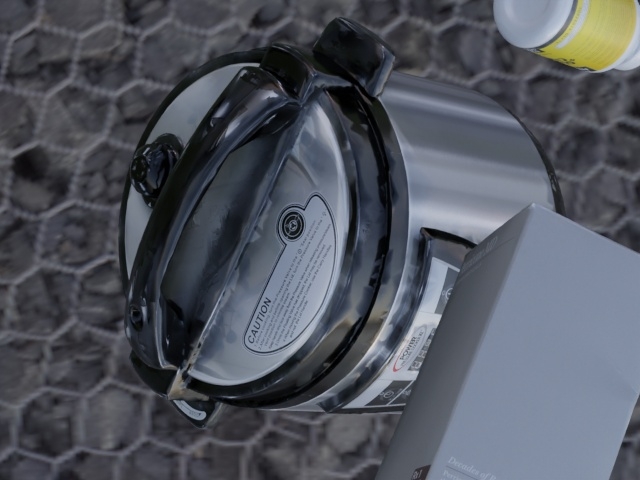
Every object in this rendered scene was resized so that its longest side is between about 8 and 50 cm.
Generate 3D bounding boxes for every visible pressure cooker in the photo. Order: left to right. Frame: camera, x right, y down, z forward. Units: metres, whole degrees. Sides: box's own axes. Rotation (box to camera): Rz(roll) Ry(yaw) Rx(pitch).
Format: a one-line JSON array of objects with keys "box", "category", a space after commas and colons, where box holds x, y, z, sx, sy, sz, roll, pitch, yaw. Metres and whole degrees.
[{"box": [-0.004, -0.001, 1.799, 0.420, 0.375, 0.370, 9, 71, -46], "category": "pressure cooker"}]

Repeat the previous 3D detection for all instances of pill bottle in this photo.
[{"box": [0.278, -0.238, 1.905, 0.184, 0.103, 0.103, 12, 77, -44], "category": "pill bottle"}]

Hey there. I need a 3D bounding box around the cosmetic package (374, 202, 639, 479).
[{"box": [0.099, 0.112, 0.981, 0.107, 0.127, 0.238, 23, 69, -7], "category": "cosmetic package"}]
